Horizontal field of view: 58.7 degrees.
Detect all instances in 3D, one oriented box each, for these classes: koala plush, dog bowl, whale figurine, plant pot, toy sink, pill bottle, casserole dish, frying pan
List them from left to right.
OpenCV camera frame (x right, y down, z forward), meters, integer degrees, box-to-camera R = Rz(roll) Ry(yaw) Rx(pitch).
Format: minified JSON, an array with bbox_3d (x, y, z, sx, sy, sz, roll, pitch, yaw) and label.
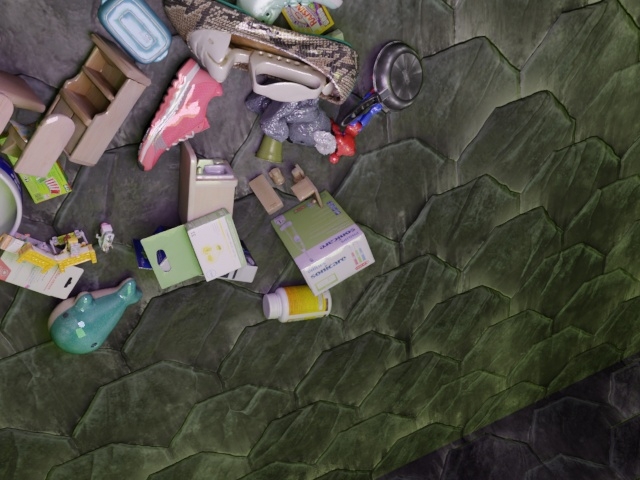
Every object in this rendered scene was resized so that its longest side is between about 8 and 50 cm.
[{"bbox_3d":[-0.855,-0.095,1.351,0.264,0.104,0.265,-12,124,-18],"label":"dog bowl"},{"bbox_3d":[-0.630,0.220,1.626,0.272,0.141,0.216,-31,152,-19],"label":"whale figurine"},{"bbox_3d":[-0.432,-0.497,1.337,0.114,0.037,0.188,-40,129,3],"label":"casserole dish"},{"bbox_3d":[-0.307,-0.146,1.548,0.131,0.153,0.234,-4,121,-23],"label":"toy sink"},{"bbox_3d":[-0.138,-0.267,1.604,0.083,0.083,0.079,6,104,-28],"label":"plant pot"},{"bbox_3d":[-0.079,0.210,1.905,0.214,0.117,0.117,-4,122,-23],"label":"pill bottle"},{"bbox_3d":[-0.045,-0.331,1.521,0.203,0.196,0.221,-39,133,8],"label":"koala plush"},{"bbox_3d":[0.180,-0.447,1.590,0.326,0.053,0.197,-23,115,-35],"label":"frying pan"}]

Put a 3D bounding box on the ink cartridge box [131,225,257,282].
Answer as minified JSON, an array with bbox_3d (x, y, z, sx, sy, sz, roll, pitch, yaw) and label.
[{"bbox_3d":[-0.359,0.036,1.631,0.332,0.165,0.065,9,116,-31],"label":"ink cartridge box"}]

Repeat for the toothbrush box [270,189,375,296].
[{"bbox_3d":[0.000,0.000,1.702,0.206,0.283,0.122,-30,128,-6],"label":"toothbrush box"}]

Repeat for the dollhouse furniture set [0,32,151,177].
[{"bbox_3d":[-0.598,-0.336,1.173,0.256,0.362,0.394,-51,155,13],"label":"dollhouse furniture set"}]

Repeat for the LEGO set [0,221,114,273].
[{"bbox_3d":[-0.686,0.004,1.454,0.287,0.107,0.132,-4,138,-45],"label":"LEGO set"}]

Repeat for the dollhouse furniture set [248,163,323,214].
[{"bbox_3d":[-0.100,-0.134,1.677,0.151,0.144,0.123,-34,158,-3],"label":"dollhouse furniture set"}]

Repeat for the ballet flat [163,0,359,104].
[{"bbox_3d":[-0.147,-0.428,1.319,0.482,0.164,0.182,16,70,-7],"label":"ballet flat"}]

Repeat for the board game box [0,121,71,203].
[{"bbox_3d":[-0.699,-0.190,1.402,0.092,0.043,0.181,-22,128,-12],"label":"board game box"}]

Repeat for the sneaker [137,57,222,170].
[{"bbox_3d":[-0.355,-0.293,1.436,0.136,0.116,0.314,28,106,-22],"label":"sneaker"}]

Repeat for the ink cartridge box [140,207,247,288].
[{"bbox_3d":[-0.331,0.032,1.509,0.235,0.056,0.171,-24,124,-16],"label":"ink cartridge box"}]

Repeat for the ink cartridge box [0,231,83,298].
[{"bbox_3d":[-0.755,0.070,1.528,0.198,0.067,0.115,29,106,-34],"label":"ink cartridge box"}]

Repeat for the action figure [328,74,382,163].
[{"bbox_3d":[0.085,-0.344,1.657,0.091,0.139,0.280,39,77,-36],"label":"action figure"}]

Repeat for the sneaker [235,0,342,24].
[{"bbox_3d":[-0.082,-0.572,1.383,0.255,0.094,0.151,13,114,-17],"label":"sneaker"}]

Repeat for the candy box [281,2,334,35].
[{"bbox_3d":[-0.057,-0.609,1.447,0.105,0.027,0.206,-35,129,4],"label":"candy box"}]

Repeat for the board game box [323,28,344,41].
[{"bbox_3d":[-0.004,-0.489,1.534,0.154,0.026,0.103,-28,142,-6],"label":"board game box"}]
